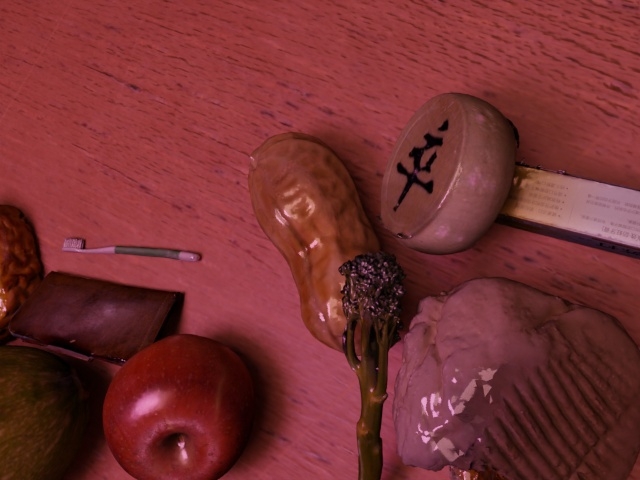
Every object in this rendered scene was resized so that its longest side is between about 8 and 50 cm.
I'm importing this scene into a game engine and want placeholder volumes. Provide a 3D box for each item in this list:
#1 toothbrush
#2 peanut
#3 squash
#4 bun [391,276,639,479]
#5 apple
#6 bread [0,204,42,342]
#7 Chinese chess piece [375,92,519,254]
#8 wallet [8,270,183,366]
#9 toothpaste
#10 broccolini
[{"bbox_3d":[-0.295,0.016,1.074,0.257,0.018,0.024,5,82,24],"label":"toothbrush"},{"bbox_3d":[0.000,0.000,0.879,0.147,0.147,0.305,-29,77,19],"label":"peanut"},{"bbox_3d":[-0.483,0.284,0.987,0.309,0.310,0.310,-31,75,15],"label":"squash"},{"bbox_3d":[0.197,0.164,0.749,0.281,0.281,0.205,-67,27,6],"label":"bun"},{"bbox_3d":[-0.183,0.221,0.931,0.201,0.162,0.201,-3,115,-7],"label":"apple"},{"bbox_3d":[-0.546,0.058,1.138,0.181,0.096,0.222,-26,78,22],"label":"bread"},{"bbox_3d":[0.141,-0.076,0.809,0.083,0.188,0.188,17,95,-21],"label":"Chinese chess piece"},{"bbox_3d":[-0.340,0.115,1.044,0.255,0.031,0.137,8,52,22],"label":"wallet"},{"bbox_3d":[0.344,-0.019,0.766,0.313,0.089,0.071,16,86,24],"label":"toothpaste"},{"bbox_3d":[0.064,0.187,0.817,0.079,0.074,0.392,40,139,48],"label":"broccolini"}]
